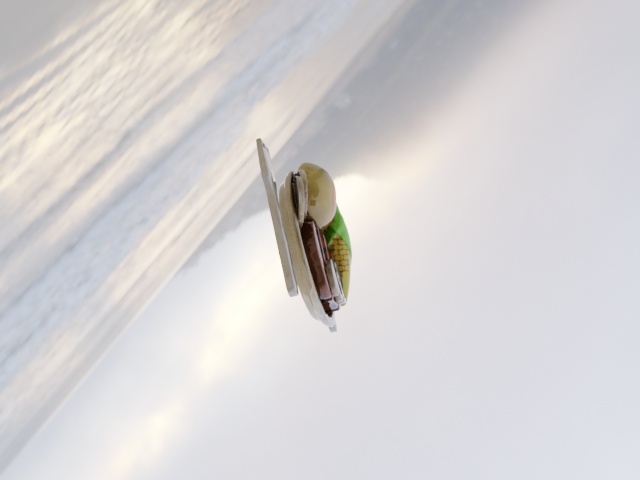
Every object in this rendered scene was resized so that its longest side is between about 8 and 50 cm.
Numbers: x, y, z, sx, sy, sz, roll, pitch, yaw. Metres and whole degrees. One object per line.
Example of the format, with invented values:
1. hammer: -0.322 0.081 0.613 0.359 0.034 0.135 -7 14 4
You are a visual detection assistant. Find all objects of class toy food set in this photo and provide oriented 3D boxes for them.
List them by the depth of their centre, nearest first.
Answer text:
1. toy food set: 0.000 0.000 0.776 0.038 0.133 0.192 -14 166 7
